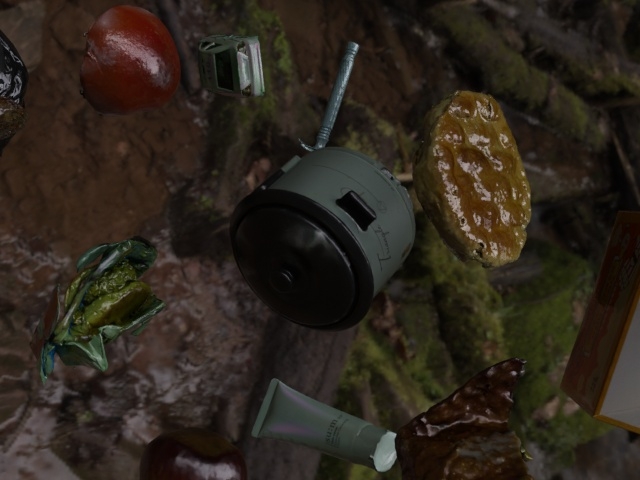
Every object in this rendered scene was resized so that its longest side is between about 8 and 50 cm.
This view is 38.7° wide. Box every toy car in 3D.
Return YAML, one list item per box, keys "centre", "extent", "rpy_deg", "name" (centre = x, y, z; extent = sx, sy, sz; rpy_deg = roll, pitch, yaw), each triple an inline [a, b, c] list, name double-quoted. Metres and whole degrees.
- centre: [-0.149, -0.266, 1.395]
  extent: [0.076, 0.224, 0.090]
  rpy_deg: [-13, 108, -24]
  name: "toy car"

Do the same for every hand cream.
- centre: [0.001, 0.226, 1.099]
  extent: [0.050, 0.205, 0.078]
  rpy_deg: [31, 74, -48]
  name: "hand cream"

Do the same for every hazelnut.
- centre: [-0.267, 0.503, 1.909]
  extent: [0.229, 0.229, 0.229]
  rpy_deg: [19, 63, -40]
  name: "hazelnut"

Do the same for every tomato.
- centre: [-0.324, -0.322, 1.651]
  extent: [0.228, 0.112, 0.199]
  rpy_deg: [-44, 141, -46]
  name: "tomato"

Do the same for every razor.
- centre: [0.030, -0.270, 1.758]
  extent: [0.106, 0.068, 0.232]
  rpy_deg: [20, 88, -79]
  name: "razor"

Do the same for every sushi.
- centre: [0.160, 0.278, 0.856]
  extent: [0.179, 0.167, 0.296]
  rpy_deg: [0, 56, -6]
  name: "sushi"

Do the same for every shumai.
- centre: [-0.512, -0.198, 1.384]
  extent: [0.123, 0.139, 0.105]
  rpy_deg: [-13, 111, -42]
  name: "shumai"

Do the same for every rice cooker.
- centre: [0.000, 0.000, 1.338]
  extent: [0.241, 0.280, 0.227]
  rpy_deg: [47, 47, -3]
  name: "rice cooker"

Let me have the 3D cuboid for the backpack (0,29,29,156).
- centre: [-0.709, -0.213, 1.470]
  extent: [0.363, 0.255, 0.446]
  rpy_deg: [51, 51, -20]
  name: "backpack"

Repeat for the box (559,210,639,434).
- centre: [0.508, 0.129, 1.242]
  extent: [0.259, 0.214, 0.283]
  rpy_deg: [19, 92, 3]
  name: "box"

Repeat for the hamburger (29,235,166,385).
- centre: [-0.364, 0.125, 1.580]
  extent: [0.150, 0.276, 0.260]
  rpy_deg: [41, 17, 7]
  name: "hamburger"

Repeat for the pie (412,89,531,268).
- centre: [0.284, -0.111, 1.672]
  extent: [0.339, 0.083, 0.339]
  rpy_deg: [17, 67, -46]
  name: "pie"
